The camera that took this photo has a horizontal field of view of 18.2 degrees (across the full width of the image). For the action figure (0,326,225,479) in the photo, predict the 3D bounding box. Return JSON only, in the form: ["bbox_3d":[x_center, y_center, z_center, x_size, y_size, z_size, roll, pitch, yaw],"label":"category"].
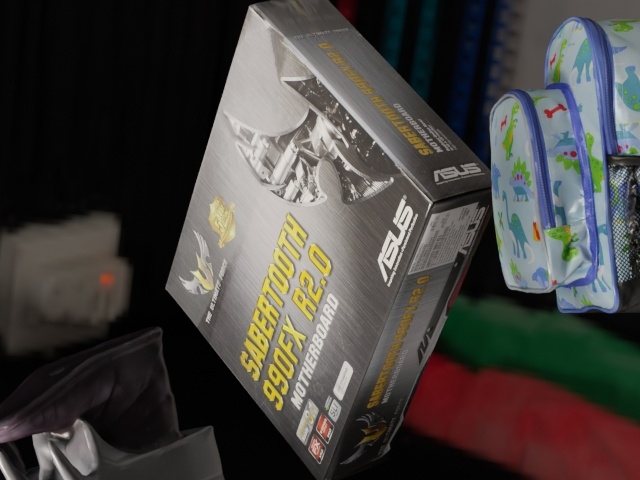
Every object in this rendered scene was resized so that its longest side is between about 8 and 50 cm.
[{"bbox_3d":[-0.048,0.177,0.675,0.185,0.285,0.099,-22,-168,36],"label":"action figure"}]

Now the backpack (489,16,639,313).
[{"bbox_3d":[0.110,-0.029,0.767,0.084,0.114,0.105,-1,179,-7],"label":"backpack"}]

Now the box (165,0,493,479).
[{"bbox_3d":[0.000,0.000,1.175,0.056,0.231,0.183,-16,-129,-36],"label":"box"}]
